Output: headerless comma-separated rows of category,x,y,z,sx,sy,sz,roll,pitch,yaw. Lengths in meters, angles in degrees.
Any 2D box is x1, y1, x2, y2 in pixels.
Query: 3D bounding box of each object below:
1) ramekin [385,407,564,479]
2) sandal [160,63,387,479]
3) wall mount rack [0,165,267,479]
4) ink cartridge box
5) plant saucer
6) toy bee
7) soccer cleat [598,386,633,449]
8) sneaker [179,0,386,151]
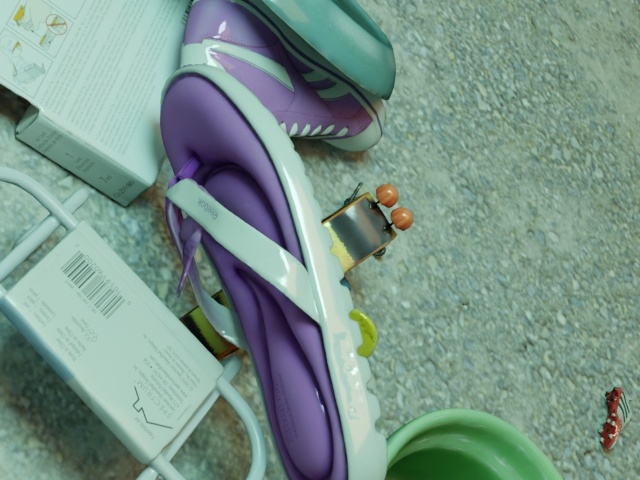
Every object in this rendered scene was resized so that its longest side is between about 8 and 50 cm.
ramekin,0.099,0.314,1.222,0.303,0.148,0.303,19,59,-36
sandal,-0.062,0.031,1.121,0.102,0.169,0.416,-11,66,-35
wall mount rack,-0.221,0.126,1.096,0.350,0.130,0.304,48,44,-9
ink cartridge box,-0.223,-0.205,1.293,0.239,0.060,0.275,34,52,-21
plant saucer,-0.031,-0.266,1.364,0.317,0.044,0.317,43,13,-12
toy bee,0.000,0.000,1.302,0.195,0.162,0.298,40,50,-16
soccer cleat,0.341,0.206,1.563,0.036,0.029,0.083,32,48,-18
sneaker,-0.045,-0.119,1.354,0.282,0.102,0.161,32,61,-43
